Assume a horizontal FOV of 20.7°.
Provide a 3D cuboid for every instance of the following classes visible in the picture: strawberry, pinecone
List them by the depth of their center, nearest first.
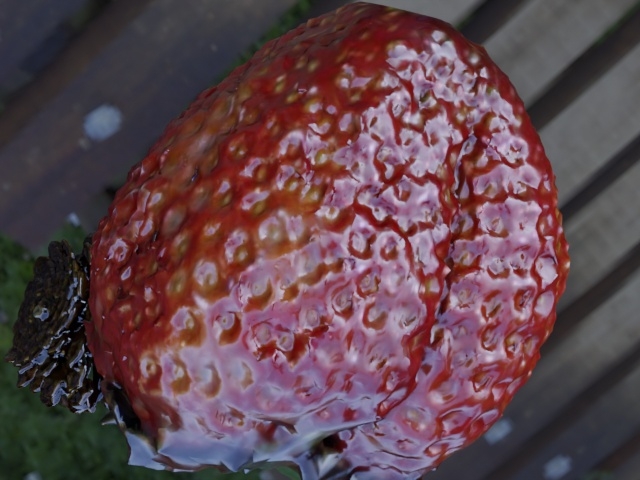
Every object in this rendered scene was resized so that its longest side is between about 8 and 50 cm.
[{"bbox_3d":[0.000,0.000,1.004,0.250,0.238,0.288,3,112,-34],"label":"strawberry"},{"bbox_3d":[-0.185,0.083,1.562,0.165,0.163,0.163,26,116,-33],"label":"pinecone"}]
